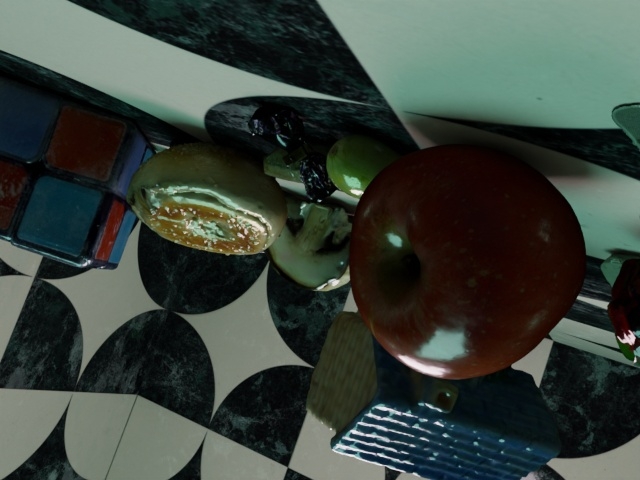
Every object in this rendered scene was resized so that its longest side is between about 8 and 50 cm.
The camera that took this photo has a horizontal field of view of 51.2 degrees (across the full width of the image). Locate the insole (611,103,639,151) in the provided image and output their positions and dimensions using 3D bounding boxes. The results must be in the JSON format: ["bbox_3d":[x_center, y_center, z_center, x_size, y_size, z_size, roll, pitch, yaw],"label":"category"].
[{"bbox_3d":[0.322,-0.070,0.600,0.080,0.003,0.232,14,172,43],"label":"insole"}]

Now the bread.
[{"bbox_3d":[-0.211,-0.085,1.281,0.306,0.158,0.305,9,158,4],"label":"bread"}]

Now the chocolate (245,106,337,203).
[{"bbox_3d":[-0.033,-0.118,0.891,0.072,0.070,0.147,-36,111,30],"label":"chocolate"}]

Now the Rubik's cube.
[{"bbox_3d":[-0.561,-0.128,1.431,0.314,0.318,0.316,19,175,-5],"label":"Rubik's cube"}]

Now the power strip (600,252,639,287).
[{"bbox_3d":[0.502,0.109,1.016,0.226,0.029,0.080,55,165,-17],"label":"power strip"}]

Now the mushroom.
[{"bbox_3d":[0.001,0.008,1.478,0.267,0.189,0.164,13,-175,37],"label":"mushroom"}]

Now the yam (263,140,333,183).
[{"bbox_3d":[-0.027,-0.119,0.994,0.147,0.069,0.070,17,173,33],"label":"yam"}]

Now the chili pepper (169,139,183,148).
[{"bbox_3d":[-0.210,-0.148,1.401,0.227,0.059,0.088,17,180,-16],"label":"chili pepper"}]

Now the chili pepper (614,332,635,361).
[{"bbox_3d":[0.650,0.186,1.084,0.213,0.167,0.385,22,175,-7],"label":"chili pepper"}]

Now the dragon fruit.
[{"bbox_3d":[0.445,0.083,0.815,0.182,0.182,0.188,18,156,13],"label":"dragon fruit"}]

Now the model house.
[{"bbox_3d":[0.247,0.201,1.177,0.395,0.445,0.400,22,173,-10],"label":"model house"}]

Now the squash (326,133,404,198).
[{"bbox_3d":[0.118,-0.071,0.891,0.250,0.083,0.083,20,174,-24],"label":"squash"}]

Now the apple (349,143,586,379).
[{"bbox_3d":[0.157,0.019,0.751,0.217,0.260,0.260,-5,-169,-38],"label":"apple"}]

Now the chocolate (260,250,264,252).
[{"bbox_3d":[-0.218,-0.084,1.568,0.344,0.148,0.126,27,144,2],"label":"chocolate"}]
